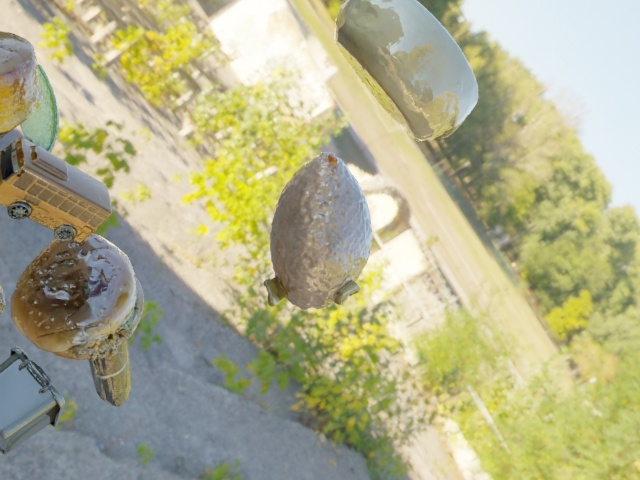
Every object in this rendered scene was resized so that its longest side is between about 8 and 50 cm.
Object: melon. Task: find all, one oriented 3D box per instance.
[{"bbox_3d":[-0.622,-0.277,1.734,0.114,0.053,0.261,2,58,-36],"label":"melon"}]

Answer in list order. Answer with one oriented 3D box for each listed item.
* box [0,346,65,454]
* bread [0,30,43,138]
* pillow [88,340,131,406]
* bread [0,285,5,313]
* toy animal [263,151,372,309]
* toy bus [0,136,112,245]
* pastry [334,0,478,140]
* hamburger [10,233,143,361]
[{"bbox_3d":[-0.641,0.342,1.660,0.163,0.135,0.243,49,-33,4],"label":"box"},{"bbox_3d":[-0.567,-0.247,1.228,0.195,0.270,0.142,-79,164,-50],"label":"bread"},{"bbox_3d":[-0.502,0.270,1.883,0.161,0.093,0.335,-119,-155,-47],"label":"pillow"},{"bbox_3d":[-0.744,0.143,1.742,0.233,0.105,0.076,-109,-175,-74],"label":"bread"},{"bbox_3d":[0.000,-0.004,1.450,0.358,0.188,0.226,92,4,-48],"label":"toy animal"},{"bbox_3d":[-0.469,-0.086,1.376,0.201,0.114,0.098,34,22,-43],"label":"toy bus"},{"bbox_3d":[0.129,-0.273,1.230,0.265,0.133,0.265,47,2,-2],"label":"pastry"},{"bbox_3d":[-0.470,0.117,1.540,0.146,0.243,0.286,90,-10,-57],"label":"hamburger"}]
